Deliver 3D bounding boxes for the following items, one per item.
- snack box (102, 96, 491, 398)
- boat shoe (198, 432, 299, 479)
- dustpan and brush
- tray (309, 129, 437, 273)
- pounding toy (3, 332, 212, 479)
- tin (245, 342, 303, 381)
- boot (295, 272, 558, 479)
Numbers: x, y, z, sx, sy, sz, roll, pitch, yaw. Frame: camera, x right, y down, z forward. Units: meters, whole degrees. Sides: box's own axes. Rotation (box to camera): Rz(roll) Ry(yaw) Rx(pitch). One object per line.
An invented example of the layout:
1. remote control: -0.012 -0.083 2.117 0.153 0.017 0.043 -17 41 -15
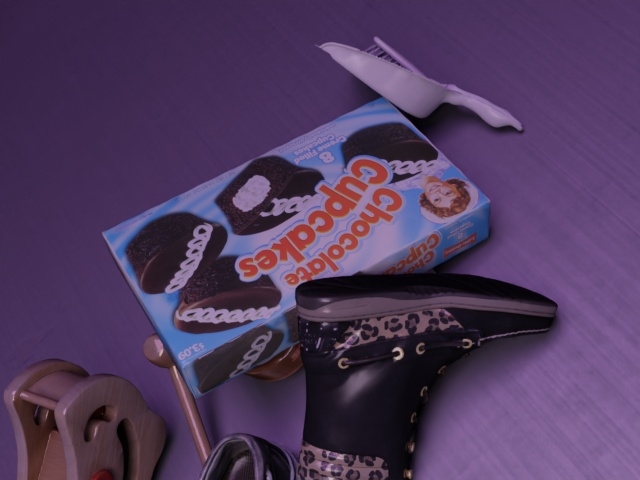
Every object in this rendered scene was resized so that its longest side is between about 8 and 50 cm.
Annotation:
1. snack box: -0.022 -0.006 0.904 0.322 0.060 0.187 -28 52 -15
2. boat shoe: -0.096 0.322 0.787 0.121 0.119 0.335 -4 62 23
3. dustpan and brush: 0.108 -0.158 0.975 0.211 0.147 0.060 38 104 8
4. tray: 0.000 0.000 0.975 0.145 0.030 0.270 -37 54 1
5. pounding toy: -0.196 0.202 0.865 0.155 0.154 0.269 10 76 29
6. tin: -0.082 0.068 0.953 0.189 0.040 0.106 25 85 39
7. boot: 0.087 0.122 0.830 0.085 0.236 0.178 -147 59 -70
